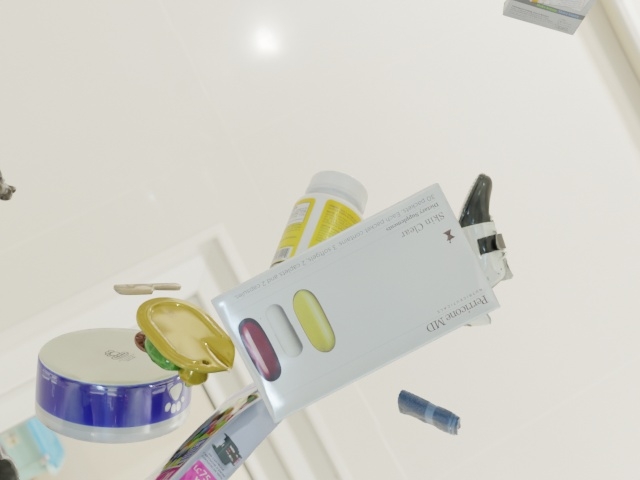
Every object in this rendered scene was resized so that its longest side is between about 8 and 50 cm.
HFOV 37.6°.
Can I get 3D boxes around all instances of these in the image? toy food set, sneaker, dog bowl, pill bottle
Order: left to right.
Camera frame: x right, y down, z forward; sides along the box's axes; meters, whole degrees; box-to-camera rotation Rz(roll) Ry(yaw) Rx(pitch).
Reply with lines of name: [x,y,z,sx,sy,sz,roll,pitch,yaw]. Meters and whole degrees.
dog bowl: [-0.352,0.243,1.614,0.265,0.265,0.104,-144,-122,-63]
toy food set: [-0.223,0.153,1.434,0.218,0.128,0.071,43,-57,35]
pill bottle: [0.000,0.000,1.477,0.119,0.208,0.119,16,-30,9]
sneaker: [0.348,0.024,2.011,0.122,0.146,0.331,1,101,-82]

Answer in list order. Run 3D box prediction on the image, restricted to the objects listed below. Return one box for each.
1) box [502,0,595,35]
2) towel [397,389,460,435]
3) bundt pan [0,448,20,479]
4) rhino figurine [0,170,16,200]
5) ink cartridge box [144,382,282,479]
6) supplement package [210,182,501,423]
box: [0.433,-0.463,1.709,0.186,0.145,0.038,114,-10,-60]
towel: [0.193,0.309,1.679,0.119,0.029,0.067,23,-24,22]
bundt pan: [-0.541,0.464,1.356,0.331,0.124,0.331,-4,90,-85]
rhino figurine: [-0.556,-0.106,1.531,0.243,0.073,0.106,19,-32,57]
ink cartridge box: [-0.137,0.279,1.301,0.065,0.311,0.186,52,-40,-1]
supplement package: [0.035,0.064,1.038,0.145,0.262,0.204,62,0,0]
